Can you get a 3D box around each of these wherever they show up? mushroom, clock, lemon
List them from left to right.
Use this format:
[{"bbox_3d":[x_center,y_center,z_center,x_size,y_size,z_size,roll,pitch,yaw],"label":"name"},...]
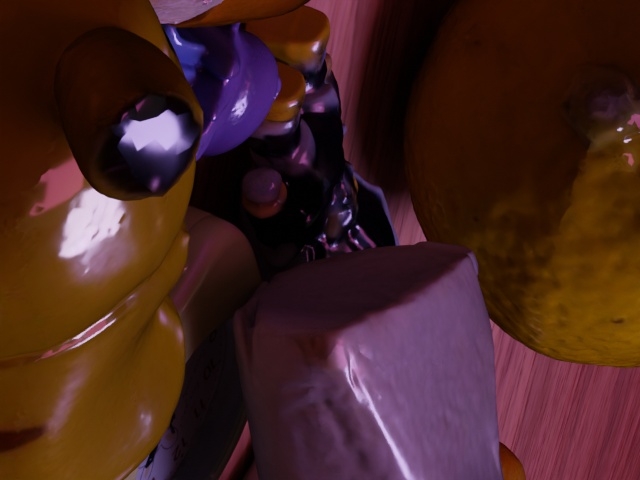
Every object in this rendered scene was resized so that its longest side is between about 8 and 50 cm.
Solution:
[{"bbox_3d":[-0.094,0.095,1.084,0.170,0.069,0.232,-59,160,-25],"label":"clock"},{"bbox_3d":[0.040,0.154,1.131,0.154,0.137,0.407,-74,161,-47],"label":"mushroom"},{"bbox_3d":[0.212,-0.064,1.341,0.336,0.336,0.336,-52,156,-35],"label":"lemon"}]

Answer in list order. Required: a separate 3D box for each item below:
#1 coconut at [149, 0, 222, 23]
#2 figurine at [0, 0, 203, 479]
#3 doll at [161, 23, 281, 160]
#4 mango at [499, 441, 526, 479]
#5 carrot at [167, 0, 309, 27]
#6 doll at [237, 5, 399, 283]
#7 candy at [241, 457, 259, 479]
[{"bbox_3d":[-0.062,-0.163,0.729,0.161,0.162,0.161,-53,157,-35],"label":"coconut"},{"bbox_3d":[-0.138,-0.012,0.684,0.327,0.218,0.169,103,12,-51],"label":"figurine"},{"bbox_3d":[-0.083,-0.071,0.940,0.206,0.067,0.110,-7,134,-55],"label":"doll"},{"bbox_3d":[0.088,0.259,1.685,0.253,0.113,0.138,-45,156,-31],"label":"mango"},{"bbox_3d":[0.000,-0.187,0.949,0.302,0.114,0.114,-42,149,-52],"label":"carrot"},{"bbox_3d":[-0.002,0.003,1.163,0.316,0.103,0.145,78,1,-47],"label":"doll"},{"bbox_3d":[-0.006,0.260,1.391,0.358,0.145,0.208,-59,160,-17],"label":"candy"}]
